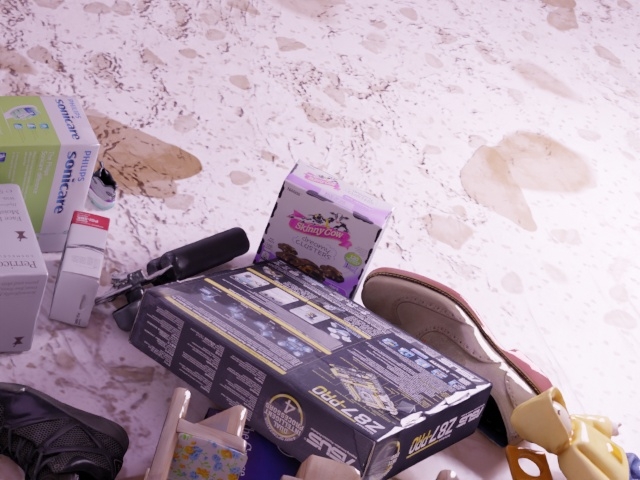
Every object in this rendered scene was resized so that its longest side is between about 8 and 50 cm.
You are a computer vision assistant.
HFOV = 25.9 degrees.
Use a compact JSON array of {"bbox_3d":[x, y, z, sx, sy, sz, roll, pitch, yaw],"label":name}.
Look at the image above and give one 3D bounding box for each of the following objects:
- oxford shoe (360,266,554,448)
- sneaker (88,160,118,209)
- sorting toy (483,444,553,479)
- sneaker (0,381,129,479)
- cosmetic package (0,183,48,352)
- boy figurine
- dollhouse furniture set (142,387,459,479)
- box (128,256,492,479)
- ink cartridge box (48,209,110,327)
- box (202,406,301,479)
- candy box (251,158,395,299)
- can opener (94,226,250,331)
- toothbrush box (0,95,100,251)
[{"bbox_3d":[0.184,0.168,2.057,0.348,0.123,0.130,36,45,19],"label":"oxford shoe"},{"bbox_3d":[-0.352,-0.099,2.147,0.098,0.069,0.038,30,38,10],"label":"sneaker"},{"bbox_3d":[0.297,0.423,1.866,0.196,0.047,0.348,20,37,-9],"label":"sorting toy"},{"bbox_3d":[-0.354,0.254,1.705,0.227,0.087,0.130,23,31,-9],"label":"sneaker"},{"bbox_3d":[-0.466,0.039,1.855,0.151,0.151,0.184,-3,44,-28],"label":"cosmetic package"},{"bbox_3d":[0.400,0.304,1.982,0.285,0.092,0.177,37,33,-7],"label":"boy figurine"},{"bbox_3d":[-0.045,0.410,1.419,0.362,0.394,0.256,18,38,-6],"label":"dollhouse furniture set"},{"bbox_3d":[-0.008,0.165,1.877,0.395,0.097,0.318,30,22,26],"label":"box"},{"bbox_3d":[-0.339,0.039,1.962,0.056,0.099,0.135,14,38,-12],"label":"ink cartridge box"},{"bbox_3d":[-0.078,0.350,1.720,0.184,0.103,0.261,18,37,-11],"label":"box"},{"bbox_3d":[0.000,0.000,2.102,0.165,0.196,0.070,26,37,6],"label":"candy box"},{"bbox_3d":[-0.215,0.055,2.047,0.280,0.074,0.093,-28,94,-44],"label":"can opener"},{"bbox_3d":[-0.478,-0.089,1.961,0.283,0.206,0.122,-3,44,-28],"label":"toothbrush box"}]
